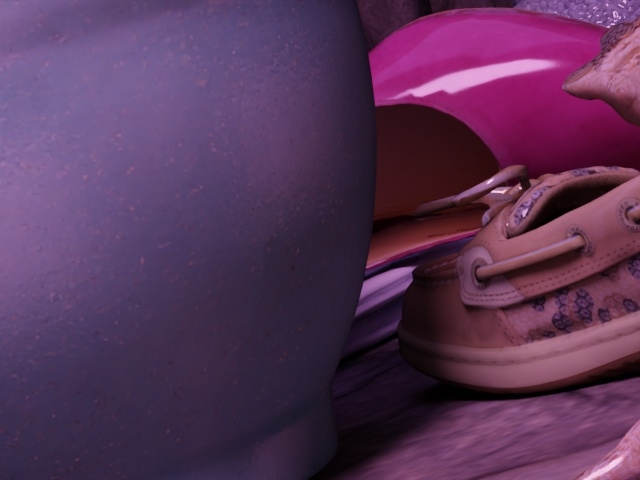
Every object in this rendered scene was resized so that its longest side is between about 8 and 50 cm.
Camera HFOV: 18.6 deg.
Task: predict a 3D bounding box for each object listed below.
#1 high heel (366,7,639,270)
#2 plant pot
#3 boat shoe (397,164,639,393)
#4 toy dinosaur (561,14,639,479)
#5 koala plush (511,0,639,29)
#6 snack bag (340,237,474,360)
[{"bbox_3d":[0.000,0.000,0.955,0.377,0.127,0.181,-11,40,27],"label":"high heel"},{"bbox_3d":[-0.102,0.013,0.712,0.293,0.196,0.293,-18,4,1],"label":"plant pot"},{"bbox_3d":[0.122,-0.004,0.712,0.104,0.089,0.285,-22,5,-36],"label":"boat shoe"},{"bbox_3d":[0.187,-0.024,0.505,0.127,0.200,0.296,-30,21,55],"label":"toy dinosaur"},{"bbox_3d":[0.203,-0.119,1.112,0.221,0.196,0.203,-3,17,23],"label":"koala plush"},{"bbox_3d":[-0.018,0.039,1.149,0.342,0.037,0.323,-21,5,-43],"label":"snack bag"}]
